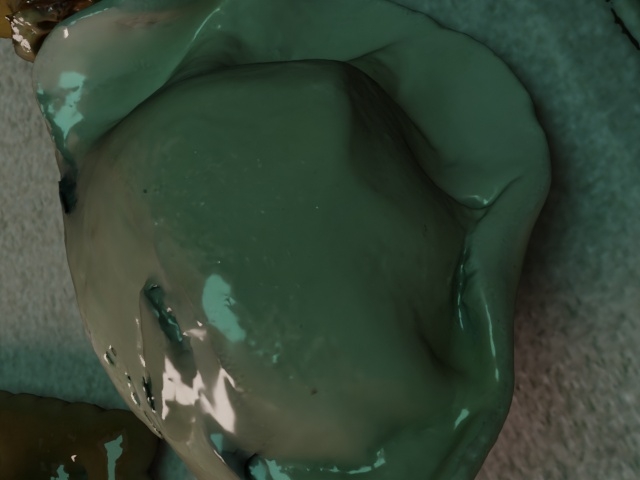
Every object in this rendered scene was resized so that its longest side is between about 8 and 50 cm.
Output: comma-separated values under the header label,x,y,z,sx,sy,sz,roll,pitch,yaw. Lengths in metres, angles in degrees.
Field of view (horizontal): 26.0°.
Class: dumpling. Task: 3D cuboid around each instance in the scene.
label,x,y,z,sx,sy,sz,roll,pitch,yaw
dumpling,0.000,0.000,0.679,0.242,0.187,0.318,-31,66,-11

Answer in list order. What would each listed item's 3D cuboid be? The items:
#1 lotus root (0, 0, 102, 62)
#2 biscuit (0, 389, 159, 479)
label,x,y,z,sx,sy,sz,roll,pitch,yaw
lotus root,-0.192,-0.212,0.793,0.131,0.146,0.303,-51,52,36
biscuit,-0.193,0.253,0.827,0.217,0.044,0.325,3,88,31
